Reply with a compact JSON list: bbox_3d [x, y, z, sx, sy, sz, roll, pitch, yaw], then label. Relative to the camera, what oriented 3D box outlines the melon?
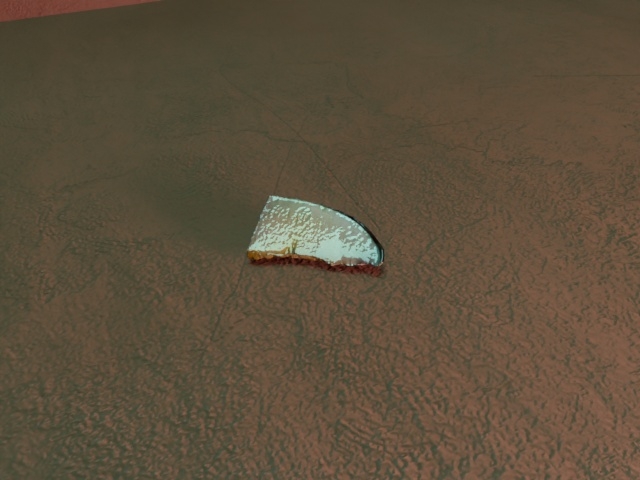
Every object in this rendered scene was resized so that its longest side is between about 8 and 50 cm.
[{"bbox_3d":[0.000,-0.005,0.863,0.182,0.054,0.098,5,42,10],"label":"melon"}]
